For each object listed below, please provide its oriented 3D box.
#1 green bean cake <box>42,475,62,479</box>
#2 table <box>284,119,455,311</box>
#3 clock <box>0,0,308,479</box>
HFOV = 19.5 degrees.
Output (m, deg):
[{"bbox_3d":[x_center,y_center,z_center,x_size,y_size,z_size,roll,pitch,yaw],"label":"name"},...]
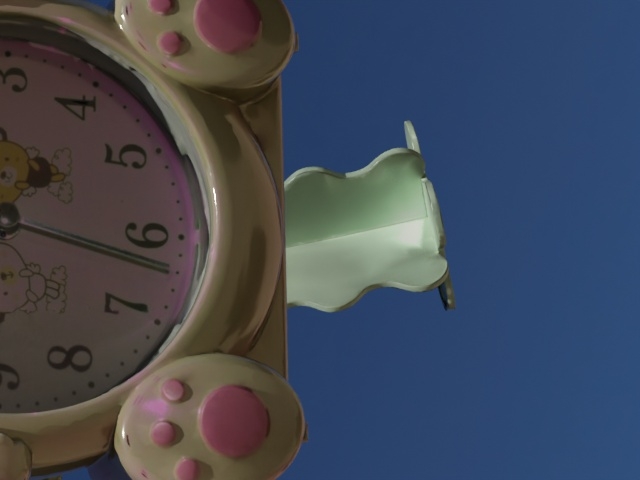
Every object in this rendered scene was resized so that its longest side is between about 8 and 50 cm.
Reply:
[{"bbox_3d":[-0.298,0.105,1.674,0.125,0.222,0.248,0,-53,-14],"label":"green bean cake"},{"bbox_3d":[0.000,0.000,1.586,0.198,0.166,0.166,-13,-53,-1],"label":"table"},{"bbox_3d":[-0.164,-0.005,0.906,0.309,0.114,0.284,3,-103,-17],"label":"clock"}]
